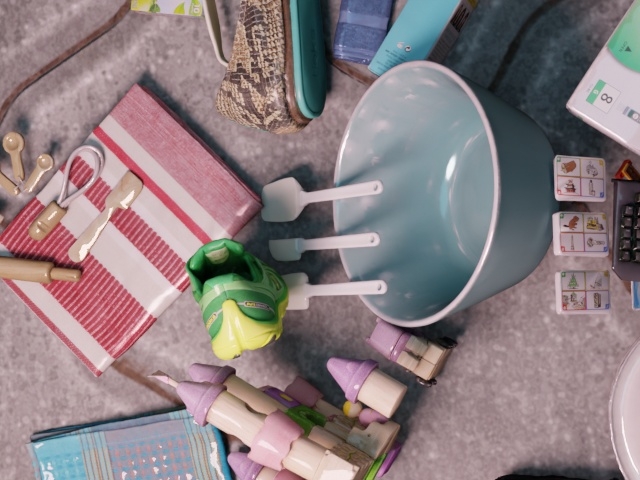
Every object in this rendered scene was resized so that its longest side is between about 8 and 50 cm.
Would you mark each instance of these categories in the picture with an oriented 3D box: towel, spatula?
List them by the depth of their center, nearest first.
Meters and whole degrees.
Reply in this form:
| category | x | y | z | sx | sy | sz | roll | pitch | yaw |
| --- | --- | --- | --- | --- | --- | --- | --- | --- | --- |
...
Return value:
| category | x | y | z | sx | sy | sz | roll | pitch | yaw |
| --- | --- | --- | --- | --- | --- | --- | --- | --- | --- |
| spatula | 0.000 | 0.000 | 1.745 | 0.242 | 0.019 | 0.168 | -7 | 82 | 53 |
| towel | 0.056 | -0.286 | 1.798 | 0.067 | 0.029 | 0.119 | 11 | 94 | -5 |
| towel | -0.230 | 0.414 | 1.851 | 0.272 | 0.040 | 0.370 | -12 | 87 | 13 |
| towel | -0.265 | -0.013 | 1.869 | 0.237 | 0.037 | 0.329 | 45 | 100 | 8 |

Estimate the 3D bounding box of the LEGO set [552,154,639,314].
| category | x | y | z | sx | sy | sz | roll | pitch | yaw |
| --- | --- | --- | --- | --- | --- | --- | --- | --- | --- |
| LEGO set | 0.360 | -0.005 | 1.660 | 0.244 | 0.060 | 0.182 | 0 | 86 | -31 |

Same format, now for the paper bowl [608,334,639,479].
| category | x | y | z | sx | sy | sz | roll | pitch | yaw |
| --- | --- | --- | --- | --- | --- | --- | --- | --- | --- |
| paper bowl | 0.481 | 0.210 | 1.641 | 0.284 | 0.148 | 0.284 | 0 | 88 | 12 |

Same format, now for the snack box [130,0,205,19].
| category | x | y | z | sx | sy | sz | roll | pitch | yaw |
| --- | --- | --- | --- | --- | --- | --- | --- | --- | --- |
| snack box | -0.191 | -0.367 | 1.856 | 0.100 | 0.037 | 0.141 | 6 | 90 | 11 |

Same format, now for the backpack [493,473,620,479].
| category | x | y | z | sx | sy | sz | roll | pitch | yaw |
| --- | --- | --- | --- | --- | --- | --- | --- | --- | --- |
| backpack | 0.282 | 0.344 | 1.689 | 0.182 | 0.152 | 0.115 | 5 | 94 | 18 |

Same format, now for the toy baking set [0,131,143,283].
| category | x | y | z | sx | sy | sz | roll | pitch | yaw |
| --- | --- | --- | --- | --- | --- | --- | --- | --- | --- |
| toy baking set | -0.368 | -0.038 | 1.856 | 0.256 | 0.030 | 0.196 | 11 | 94 | 11 |

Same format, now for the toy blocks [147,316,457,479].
| category | x | y | z | sx | sy | sz | roll | pitch | yaw |
| --- | --- | --- | --- | --- | --- | --- | --- | --- | --- |
| toy blocks | -0.039 | 0.200 | 1.689 | 0.260 | 0.288 | 0.309 | 30 | 97 | 14 |

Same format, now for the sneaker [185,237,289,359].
| category | x | y | z | sx | sy | sz | roll | pitch | yaw |
| --- | --- | --- | --- | --- | --- | --- | --- | --- | --- |
| sneaker | -0.099 | 0.049 | 1.705 | 0.109 | 0.295 | 0.123 | -18 | 103 | -2 |

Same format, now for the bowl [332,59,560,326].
| category | x | y | z | sx | sy | sz | roll | pitch | yaw |
| --- | --- | --- | --- | --- | --- | --- | --- | --- | --- |
| bowl | 0.166 | -0.053 | 1.670 | 0.312 | 0.163 | 0.311 | -2 | 88 | 55 |

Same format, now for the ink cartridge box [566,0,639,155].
| category | x | y | z | sx | sy | sz | roll | pitch | yaw |
| --- | --- | --- | --- | --- | --- | --- | --- | --- | --- |
| ink cartridge box | 0.419 | -0.166 | 1.578 | 0.225 | 0.056 | 0.181 | 34 | 96 | 13 |

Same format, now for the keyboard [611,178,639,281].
| category | x | y | z | sx | sy | sz | roll | pitch | yaw |
| --- | --- | --- | --- | --- | --- | --- | --- | --- | --- |
| keyboard | 0.491 | -0.041 | 1.637 | 0.317 | 0.033 | 0.201 | 4 | 80 | -12 |

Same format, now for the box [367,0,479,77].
| category | x | y | z | sx | sy | sz | roll | pitch | yaw |
| --- | --- | --- | --- | --- | --- | --- | --- | --- | --- |
| box | 0.153 | -0.298 | 1.745 | 0.060 | 0.100 | 0.244 | 32 | 95 | 12 |

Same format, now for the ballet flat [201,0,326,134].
| category | x | y | z | sx | sy | sz | roll | pitch | yaw |
| --- | --- | --- | --- | --- | --- | --- | --- | --- | --- |
| ballet flat | -0.070 | -0.379 | 1.776 | 0.182 | 0.164 | 0.482 | 7 | 94 | 22 |
